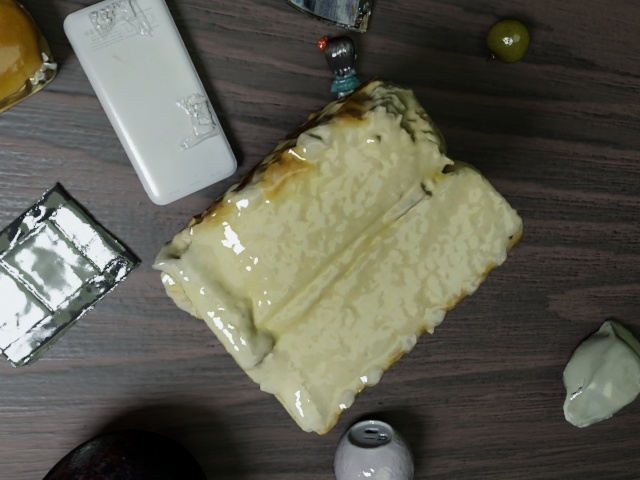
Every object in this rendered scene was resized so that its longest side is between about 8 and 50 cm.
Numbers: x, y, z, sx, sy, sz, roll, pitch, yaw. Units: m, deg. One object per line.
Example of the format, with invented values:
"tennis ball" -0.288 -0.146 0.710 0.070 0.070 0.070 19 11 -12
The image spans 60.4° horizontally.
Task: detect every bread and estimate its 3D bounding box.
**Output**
"bread" -0.464 -0.214 0.682 0.241 0.107 0.136 -31 106 -10
"bread" 0.000 0.000 0.741 0.371 0.390 0.279 -41 102 -5

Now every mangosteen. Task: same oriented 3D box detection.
"mangosteen" -0.297 0.422 0.780 0.300 0.300 0.301 -4 102 -17

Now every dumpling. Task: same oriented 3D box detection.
"dumpling" 0.577 0.280 1.117 0.250 0.132 0.162 -46 103 -21

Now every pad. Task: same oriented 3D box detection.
"pad" -0.411 0.054 0.801 0.233 0.022 0.174 -44 110 -7

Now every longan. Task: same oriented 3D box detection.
"longan" 0.315 -0.336 0.936 0.075 0.075 0.083 34 131 -21

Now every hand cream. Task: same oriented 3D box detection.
"hand cream" 0.002 -0.369 0.843 0.163 0.039 0.062 8 97 -25

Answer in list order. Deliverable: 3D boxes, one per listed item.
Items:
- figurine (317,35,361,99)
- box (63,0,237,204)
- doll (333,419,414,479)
"figurine" 0.032 -0.269 0.868 0.059 0.047 0.106 -1 113 25
"box" -0.237 -0.202 0.792 0.142 0.044 0.285 -25 108 -9
"doll" 0.104 0.473 0.995 0.150 0.151 0.287 -12 108 -16
